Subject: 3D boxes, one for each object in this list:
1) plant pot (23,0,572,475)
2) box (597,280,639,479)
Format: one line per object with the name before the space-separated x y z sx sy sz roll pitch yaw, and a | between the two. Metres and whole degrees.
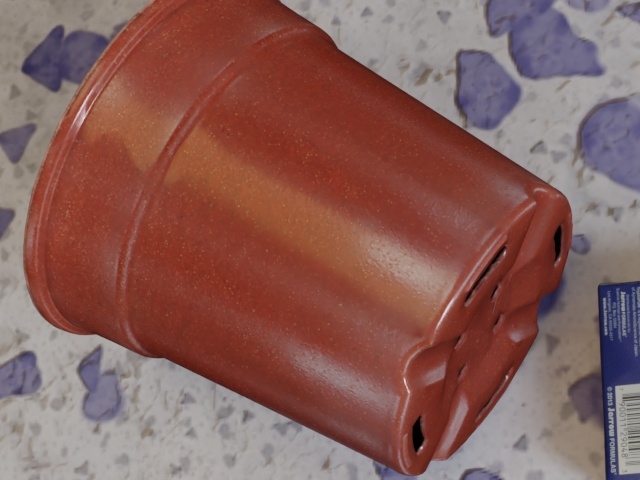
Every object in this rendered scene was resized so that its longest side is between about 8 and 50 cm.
plant pot | 0.000 0.000 1.209 0.265 0.272 0.272 29 84 22
box | 0.286 0.082 1.163 0.225 0.036 0.136 -8 68 23
